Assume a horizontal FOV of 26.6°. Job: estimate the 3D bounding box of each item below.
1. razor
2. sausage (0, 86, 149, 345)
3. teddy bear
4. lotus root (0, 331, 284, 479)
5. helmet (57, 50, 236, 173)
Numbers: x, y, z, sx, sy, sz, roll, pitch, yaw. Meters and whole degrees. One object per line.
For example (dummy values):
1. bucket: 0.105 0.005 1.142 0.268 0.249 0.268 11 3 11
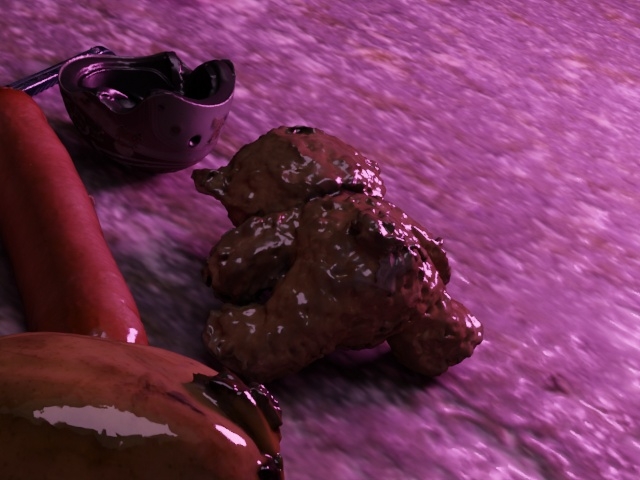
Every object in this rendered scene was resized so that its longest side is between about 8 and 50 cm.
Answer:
1. razor: -0.279 -0.184 1.470 0.066 0.033 0.190 29 32 18
2. sausage: -0.231 -0.004 1.144 0.094 0.094 0.419 34 14 -41
3. teddy bear: 0.000 0.000 1.209 0.267 0.156 0.256 -2 34 -30
4. lotus root: -0.180 0.138 0.859 0.309 0.183 0.183 14 30 -6
5. helmet: -0.173 -0.125 1.367 0.176 0.107 0.153 10 28 24
